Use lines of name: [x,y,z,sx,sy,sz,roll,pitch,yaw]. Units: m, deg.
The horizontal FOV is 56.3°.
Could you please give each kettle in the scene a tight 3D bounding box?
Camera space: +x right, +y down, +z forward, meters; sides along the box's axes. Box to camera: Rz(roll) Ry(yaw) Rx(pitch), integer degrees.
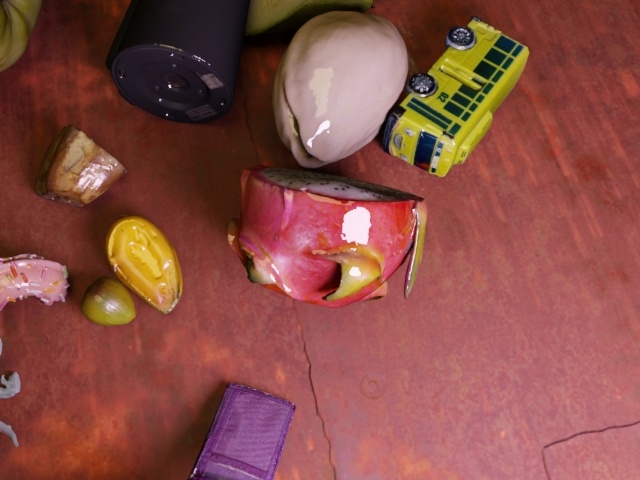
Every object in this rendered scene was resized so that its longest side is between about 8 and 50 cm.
kettle: [-0.245,-0.381,1.086,0.203,0.262,0.307,21,63,-27]

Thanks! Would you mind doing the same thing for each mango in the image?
mango: [-0.281,0.034,0.961,0.101,0.066,0.187,-32,76,-20]

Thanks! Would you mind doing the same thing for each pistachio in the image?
pistachio: [0.028,-0.251,0.991,0.208,0.226,0.331,-5,37,34]

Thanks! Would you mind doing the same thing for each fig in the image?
fig: [-0.327,0.100,0.933,0.088,0.074,0.074,35,71,-10]

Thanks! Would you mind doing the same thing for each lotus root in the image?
lotus root: [-0.419,-0.128,1.015,0.160,0.095,0.135,20,73,15]

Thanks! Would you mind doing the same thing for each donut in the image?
donut: [-0.479,0.075,0.919,0.166,0.117,0.065,-27,66,-10]

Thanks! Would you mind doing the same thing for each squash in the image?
squash: [-0.040,-0.488,1.104,0.261,0.189,0.189,-10,68,-6]

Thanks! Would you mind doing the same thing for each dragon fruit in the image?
dragon fruit: [0.000,0.000,0.876,0.291,0.290,0.189,12,99,5]

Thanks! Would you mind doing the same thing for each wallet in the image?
wallet: [-0.106,0.282,0.840,0.111,0.030,0.165,12,41,6]

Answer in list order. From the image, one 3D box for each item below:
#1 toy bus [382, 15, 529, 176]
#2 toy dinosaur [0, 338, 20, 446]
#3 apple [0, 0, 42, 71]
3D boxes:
toy bus: [0.233,-0.242,1.034,0.150,0.128,0.262,35,72,13]
toy dinosaur: [-0.533,0.226,0.891,0.167,0.053,0.242,-32,72,-11]
apple: [-0.694,-0.469,0.976,0.474,0.473,0.473,0,68,0]
